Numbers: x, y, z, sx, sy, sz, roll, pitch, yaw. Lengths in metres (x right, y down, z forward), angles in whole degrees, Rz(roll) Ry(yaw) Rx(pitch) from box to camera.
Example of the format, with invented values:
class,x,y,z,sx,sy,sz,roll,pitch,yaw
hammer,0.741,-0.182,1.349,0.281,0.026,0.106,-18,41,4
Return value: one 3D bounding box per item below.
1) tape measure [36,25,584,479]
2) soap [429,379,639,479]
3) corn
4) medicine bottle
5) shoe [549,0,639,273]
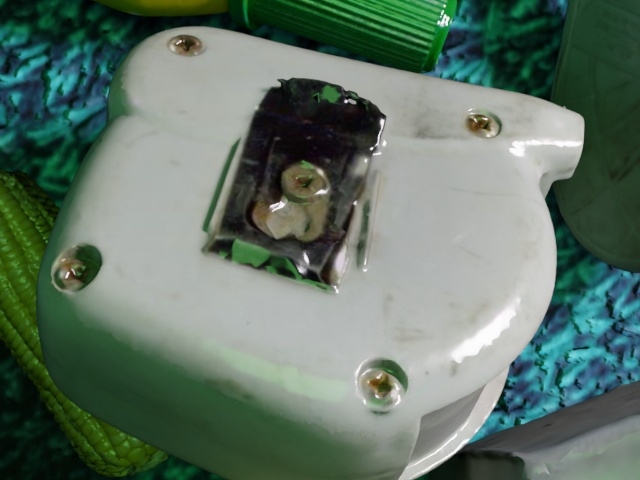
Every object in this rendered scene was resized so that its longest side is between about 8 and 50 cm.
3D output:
class,x,y,z,sx,sy,sz,roll,pitch,yaw
tape measure,0.000,0.000,0.559,0.258,0.130,0.265,14,49,-1
soap,0.232,0.275,0.529,0.350,0.213,0.435,-16,82,-4
corn,-0.149,0.045,0.609,0.072,0.072,0.203,-36,84,-8
medicine bottle,-0.067,-0.177,0.643,0.309,0.076,0.111,20,82,-1
shoe,0.208,-0.107,0.647,0.100,0.103,0.251,-4,97,-47
